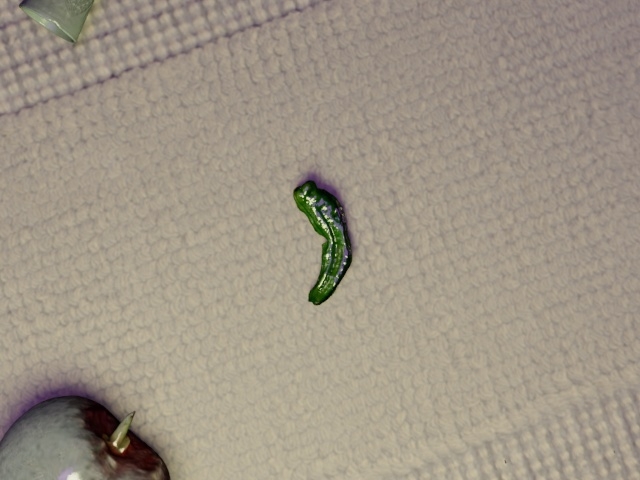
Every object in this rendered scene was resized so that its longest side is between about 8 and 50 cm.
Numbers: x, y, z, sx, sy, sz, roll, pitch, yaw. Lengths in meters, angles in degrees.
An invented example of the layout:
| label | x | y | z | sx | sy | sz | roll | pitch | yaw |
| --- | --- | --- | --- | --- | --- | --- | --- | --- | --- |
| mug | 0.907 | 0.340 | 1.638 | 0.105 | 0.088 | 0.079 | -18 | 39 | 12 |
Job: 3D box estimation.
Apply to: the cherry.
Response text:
| label | x | y | z | sx | sy | sz | roll | pitch | yaw |
| --- | --- | --- | --- | --- | --- | --- | --- | --- | --- |
| cherry | -0.336 | 0.347 | 1.701 | 0.255 | 0.218 | 0.296 | 38 | 93 | -4 |

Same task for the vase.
| label | x | y | z | sx | sy | sz | roll | pitch | yaw |
| --- | --- | --- | --- | --- | --- | --- | --- | --- | --- |
| vase | -0.343 | -0.407 | 1.814 | 0.096 | 0.096 | 0.219 | 31 | 84 | 2 |

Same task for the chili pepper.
| label | x | y | z | sx | sy | sz | roll | pitch | yaw |
| --- | --- | --- | --- | --- | --- | --- | --- | --- | --- |
| chili pepper | 0.006 | 0.001 | 1.804 | 0.073 | 0.050 | 0.182 | -9 | 89 | -7 |
